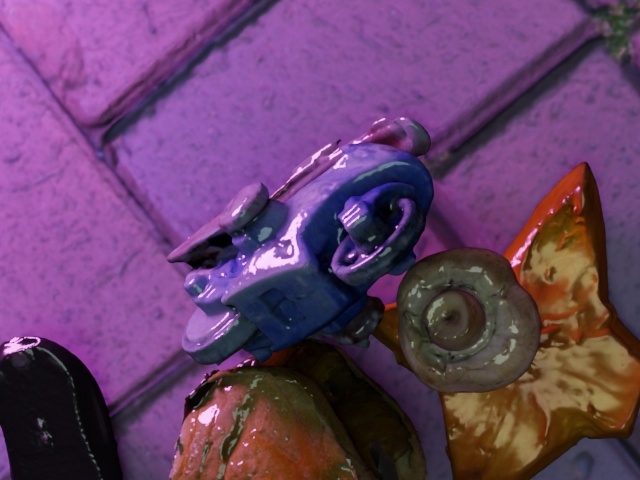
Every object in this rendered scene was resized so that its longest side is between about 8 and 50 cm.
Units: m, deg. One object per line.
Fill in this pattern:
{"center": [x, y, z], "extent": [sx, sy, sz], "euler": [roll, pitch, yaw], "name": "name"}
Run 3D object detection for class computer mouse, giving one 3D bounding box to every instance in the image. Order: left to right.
{"center": [-0.286, 0.199, 1.641], "extent": [0.122, 0.073, 0.217], "euler": [-9, 102, 13], "name": "computer mouse"}

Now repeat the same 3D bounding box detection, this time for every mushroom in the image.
{"center": [0.138, 0.076, 1.453], "extent": [0.148, 0.112, 0.148], "euler": [-6, 76, 25], "name": "mushroom"}

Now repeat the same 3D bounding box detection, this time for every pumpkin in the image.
{"center": [0.207, 0.106, 1.538], "extent": [0.290, 0.095, 0.258], "euler": [-31, 83, 11], "name": "pumpkin"}

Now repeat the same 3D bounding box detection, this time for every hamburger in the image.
{"center": [-0.034, 0.247, 1.555], "extent": [0.265, 0.134, 0.285], "euler": [46, 111, 17], "name": "hamburger"}

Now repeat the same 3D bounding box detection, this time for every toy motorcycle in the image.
{"center": [-0.017, -0.013, 1.477], "extent": [0.319, 0.182, 0.241], "euler": [-27, 52, 37], "name": "toy motorcycle"}
